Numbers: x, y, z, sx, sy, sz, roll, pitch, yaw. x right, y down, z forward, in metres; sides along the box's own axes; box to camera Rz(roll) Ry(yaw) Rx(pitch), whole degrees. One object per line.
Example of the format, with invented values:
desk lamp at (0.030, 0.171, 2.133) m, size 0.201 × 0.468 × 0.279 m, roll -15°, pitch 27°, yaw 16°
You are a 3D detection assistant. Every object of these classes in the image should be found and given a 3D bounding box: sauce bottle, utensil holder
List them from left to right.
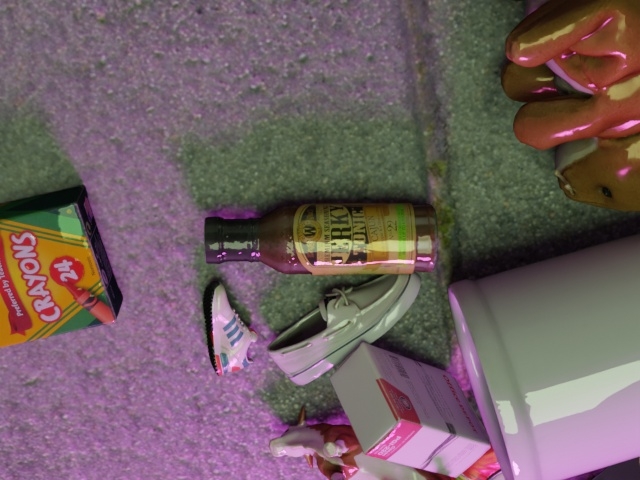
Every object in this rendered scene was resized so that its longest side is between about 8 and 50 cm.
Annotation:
sauce bottle at (0.000, 0.000, 1.529) m, size 0.344 × 0.111 × 0.111 m, roll -2°, pitch 113°, yaw -3°
utensil holder at (0.416, 0.162, 1.512) m, size 0.385 × 0.327 × 0.328 m, roll -18°, pitch 113°, yaw 1°

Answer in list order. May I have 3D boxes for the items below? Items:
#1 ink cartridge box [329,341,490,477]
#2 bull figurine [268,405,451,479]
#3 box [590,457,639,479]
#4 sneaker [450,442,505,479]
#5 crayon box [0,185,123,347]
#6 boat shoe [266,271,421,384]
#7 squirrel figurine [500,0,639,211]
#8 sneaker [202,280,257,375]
ink cartridge box at (0.139, 0.262, 1.580) m, size 0.218 × 0.158 × 0.092 m, roll 21°, pitch 119°, yaw -39°
bull figurine at (0.069, 0.358, 1.625) m, size 0.310 × 0.188 × 0.101 m, roll 18°, pitch 94°, yaw 1°
box at (0.541, 0.462, 1.692) m, size 0.270 × 0.060 × 0.216 m, roll -38°, pitch 73°, yaw 0°
sneaker at (0.242, 0.381, 1.727) m, size 0.279 × 0.107 × 0.118 m, roll -37°, pitch 91°, yaw 9°
crayon box at (-0.482, 0.055, 1.543) m, size 0.318 × 0.081 × 0.202 m, roll -13°, pitch 113°, yaw 3°
boat shoe at (0.032, 0.117, 1.595) m, size 0.267 × 0.096 × 0.088 m, roll -36°, pitch 115°, yaw 20°
squirrel figurine at (0.447, -0.218, 1.383) m, size 0.397 × 0.281 × 0.370 m, roll -21°, pitch 119°, yaw 8°
sneaker at (-0.140, 0.133, 1.616) m, size 0.075 × 0.057 × 0.161 m, roll -10°, pitch 113°, yaw -17°
